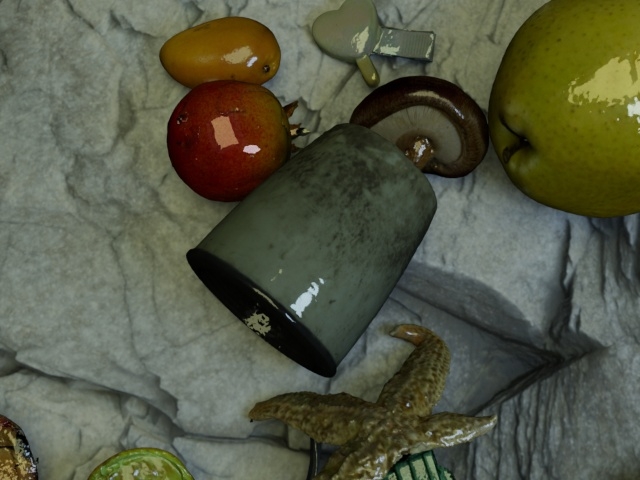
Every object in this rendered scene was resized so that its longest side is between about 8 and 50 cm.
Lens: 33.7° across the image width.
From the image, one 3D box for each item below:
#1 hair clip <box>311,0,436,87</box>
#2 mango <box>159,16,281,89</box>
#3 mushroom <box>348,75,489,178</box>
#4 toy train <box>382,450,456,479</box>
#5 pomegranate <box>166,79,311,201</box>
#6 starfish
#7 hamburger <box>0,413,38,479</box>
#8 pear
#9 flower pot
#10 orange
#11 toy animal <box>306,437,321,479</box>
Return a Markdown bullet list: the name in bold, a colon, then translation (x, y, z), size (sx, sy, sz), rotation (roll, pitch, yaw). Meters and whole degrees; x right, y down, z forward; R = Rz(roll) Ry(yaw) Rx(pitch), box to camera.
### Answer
- **hair clip**: translation (0.089, -0.343, 1.844), size (0.219, 0.071, 0.159), rotation (11, 79, 8)
- **mango**: translation (-0.177, -0.317, 1.818), size (0.219, 0.112, 0.144), rotation (0, 54, 17)
- **mushroom**: translation (0.164, -0.190, 1.740), size (0.231, 0.138, 0.194), rotation (11, 121, 2)
- **toy train**: translation (0.151, 0.472, 1.606), size (0.178, 0.138, 0.330), rotation (-18, 76, 4)
- **pomegranate**: translation (-0.138, -0.167, 1.733), size (0.235, 0.210, 0.210), rotation (-15, 75, -28)
- **starfish**: translation (0.041, 0.282, 1.599), size (0.432, 0.082, 0.324), rotation (-27, 37, -11)
- **hamburger**: translation (-0.544, 0.375, 1.657), size (0.231, 0.107, 0.231), rotation (0, 79, -2)
- **pear**: translation (0.460, -0.223, 1.661), size (0.418, 0.362, 0.362), rotation (-31, 77, -19)
- **flower pot**: translation (0.000, 0.000, 1.653), size (0.294, 0.293, 0.330), rotation (36, 74, 9)
- **orange**: translation (-0.254, 0.435, 1.606), size (0.179, 0.158, 0.237), rotation (-34, 74, -13)
- **toy animal**: translation (-0.023, 0.487, 1.628), size (0.206, 0.081, 0.367), rotation (31, 75, 6)
